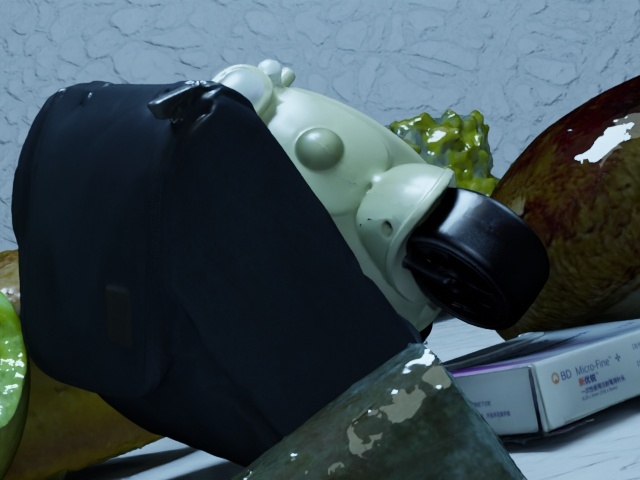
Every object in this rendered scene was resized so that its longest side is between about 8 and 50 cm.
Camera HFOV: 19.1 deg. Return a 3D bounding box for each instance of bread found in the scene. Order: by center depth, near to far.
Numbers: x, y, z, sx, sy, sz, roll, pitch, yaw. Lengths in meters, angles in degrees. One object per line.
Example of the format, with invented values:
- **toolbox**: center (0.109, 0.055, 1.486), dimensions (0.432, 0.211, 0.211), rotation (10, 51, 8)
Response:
- **bread**: center (-0.269, 0.115, 1.525), dimensions (0.340, 0.194, 0.179), rotation (-14, 8, 27)

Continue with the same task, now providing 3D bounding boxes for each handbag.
- **handbag**: center (-0.100, 0.032, 1.256), dimensions (0.178, 0.275, 0.302), rotation (-49, 25, -16)

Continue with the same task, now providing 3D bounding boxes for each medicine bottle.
- **medicine bottle**: center (0.149, 0.097, 1.297), dimensions (0.201, 0.052, 0.171), rotation (-13, 1, -42)

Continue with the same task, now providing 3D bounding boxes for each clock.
- **clock**: center (0.000, 0.000, 1.459), dimensions (0.120, 0.276, 0.379), rotation (-52, 3, -26)

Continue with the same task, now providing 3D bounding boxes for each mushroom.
- **mushroom**: center (0.275, -0.024, 1.519), dimensions (0.345, 0.239, 0.345), rotation (-1, -23, 0)

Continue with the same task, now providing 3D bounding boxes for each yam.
- **yam**: center (-0.034, 0.144, 0.710), dimensions (0.259, 0.106, 0.106), rotation (-36, 6, -6)

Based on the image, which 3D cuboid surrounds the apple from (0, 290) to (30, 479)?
- **apple**: center (-0.317, 0.098, 1.307), dimensions (0.246, 0.246, 0.226), rotation (-11, 20, 41)

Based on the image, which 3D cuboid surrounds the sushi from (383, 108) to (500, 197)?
- **sushi**: center (0.019, -0.016, 2.157), dimensions (0.396, 0.240, 0.351), rotation (-11, 1, -29)
